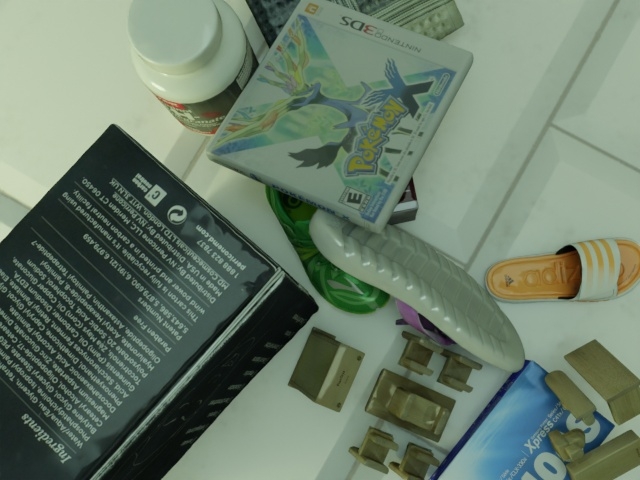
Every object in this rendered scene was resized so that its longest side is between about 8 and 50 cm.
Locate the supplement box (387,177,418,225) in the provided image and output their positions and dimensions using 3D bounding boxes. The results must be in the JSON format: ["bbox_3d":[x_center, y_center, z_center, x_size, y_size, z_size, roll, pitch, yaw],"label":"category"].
[{"bbox_3d":[0.103,-0.151,1.356,0.073,0.130,0.239,-12,83,2],"label":"supplement box"}]

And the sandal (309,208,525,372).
[{"bbox_3d":[0.146,0.082,1.299,0.416,0.169,0.102,35,123,-13],"label":"sandal"}]

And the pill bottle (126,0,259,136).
[{"bbox_3d":[-0.195,-0.285,1.296,0.177,0.318,0.176,-1,82,4],"label":"pill bottle"}]

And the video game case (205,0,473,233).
[{"bbox_3d":[0.031,-0.207,1.266,0.300,0.036,0.329,24,72,16],"label":"video game case"}]

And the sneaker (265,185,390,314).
[{"bbox_3d":[0.000,0.000,1.344,0.109,0.123,0.295,-37,82,-2],"label":"sneaker"}]

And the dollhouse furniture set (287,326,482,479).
[{"bbox_3d":[0.093,0.242,1.323,0.242,0.161,0.212,26,84,-16],"label":"dollhouse furniture set"}]

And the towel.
[{"bbox_3d":[0.044,-0.425,1.393,0.324,0.056,0.312,-27,101,3],"label":"towel"}]

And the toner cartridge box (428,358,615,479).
[{"bbox_3d":[0.287,0.373,1.301,0.165,0.075,0.347,38,86,8],"label":"toner cartridge box"}]

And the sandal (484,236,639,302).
[{"bbox_3d":[0.404,0.056,1.337,0.265,0.076,0.101,-10,82,2],"label":"sandal"}]

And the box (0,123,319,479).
[{"bbox_3d":[-0.278,0.155,1.161,0.297,0.480,0.471,40,86,9],"label":"box"}]

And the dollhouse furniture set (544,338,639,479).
[{"bbox_3d":[0.409,0.269,1.258,0.144,0.123,0.151,-28,117,-1],"label":"dollhouse furniture set"}]
